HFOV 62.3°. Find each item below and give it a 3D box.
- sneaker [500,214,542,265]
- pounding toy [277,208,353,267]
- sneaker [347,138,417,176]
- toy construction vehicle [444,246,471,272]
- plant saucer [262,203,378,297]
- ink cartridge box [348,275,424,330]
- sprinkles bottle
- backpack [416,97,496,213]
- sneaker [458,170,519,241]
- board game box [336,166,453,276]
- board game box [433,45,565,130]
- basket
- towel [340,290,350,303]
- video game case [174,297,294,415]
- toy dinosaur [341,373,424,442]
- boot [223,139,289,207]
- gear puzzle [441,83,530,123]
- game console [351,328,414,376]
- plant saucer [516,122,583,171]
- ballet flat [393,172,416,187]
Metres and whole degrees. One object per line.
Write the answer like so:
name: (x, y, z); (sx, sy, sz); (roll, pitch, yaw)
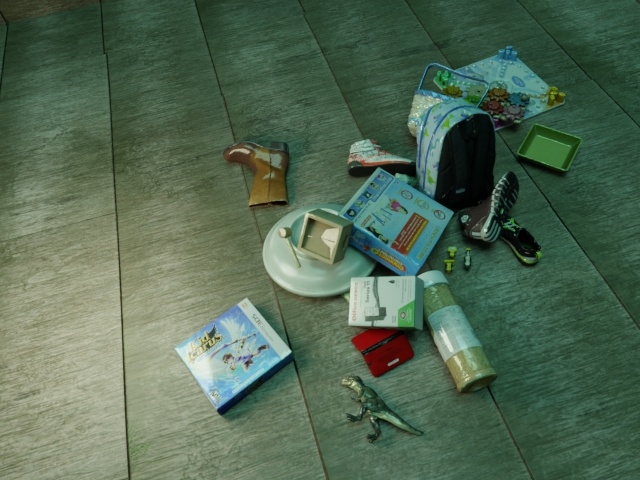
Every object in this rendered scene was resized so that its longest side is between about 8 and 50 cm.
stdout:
sneaker: (0.651, -0.025, 1.739); (0.084, 0.097, 0.234); (-24, 56, -12)
pounding toy: (-0.023, -0.004, 1.634); (0.206, 0.180, 0.094); (23, 21, 22)
sneaker: (0.238, -0.315, 1.986); (0.270, 0.090, 0.144); (0, 57, 8)
toy construction vehicle: (0.452, 0.066, 1.737); (0.086, 0.035, 0.098); (-2, 51, 17)
plant saucer: (0.000, 0.000, 1.761); (0.401, 0.100, 0.400); (-3, 50, 4)
ink cartridge box: (0.194, 0.186, 1.572); (0.209, 0.087, 0.152); (-4, 74, 29)
sprinkles bottle: (0.380, 0.259, 1.548); (0.121, 0.121, 0.355); (-17, 55, -7)
backpack: (0.455, -0.298, 1.793); (0.290, 0.355, 0.273); (-19, 55, -8)
sneaker: (0.549, -0.119, 1.782); (0.163, 0.106, 0.281); (1, 50, 49)
board game box: (0.239, -0.062, 1.727); (0.302, 0.086, 0.308); (33, 49, 9)
board game box: (0.735, -0.635, 2.191); (0.390, 0.050, 0.389); (-22, 56, -10)
basket: (0.469, -0.516, 2.020); (0.255, 0.201, 0.288); (27, 93, 21)
towel: (0.117, 0.156, 1.703); (0.110, 0.027, 0.148); (-34, 59, -19)
video game case: (-0.259, 0.339, 1.588); (0.270, 0.061, 0.244); (-35, 58, -18)
toy dinosaur: (0.144, 0.477, 1.457); (0.268, 0.064, 0.118); (36, 59, 23)
boot: (-0.248, -0.239, 2.000); (0.264, 0.096, 0.280); (2, 62, -3)
gear puzzle: (0.649, -0.569, 2.095); (0.339, 0.044, 0.175); (19, 59, 18)
game console: (0.186, 0.321, 1.589); (0.144, 0.085, 0.124); (-26, 88, -12)
plant saucer: (0.850, -0.337, 1.973); (0.189, 0.045, 0.188); (25, 61, 22)
ballet flat: (0.261, -0.213, 1.928); (0.189, 0.070, 0.070); (-12, 55, -4)
